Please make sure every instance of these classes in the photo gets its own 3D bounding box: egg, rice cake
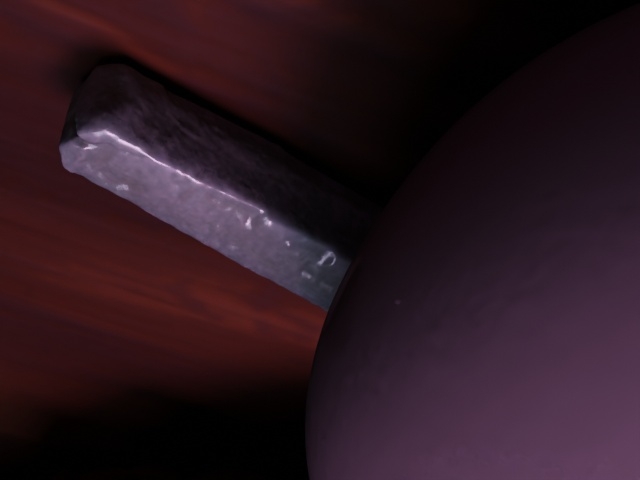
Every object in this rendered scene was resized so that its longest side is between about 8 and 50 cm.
[{"bbox_3d":[0.096,0.032,0.427,0.176,0.176,0.232,32,132,-29],"label":"egg"},{"bbox_3d":[0.000,-0.001,0.512,0.171,0.033,0.029,28,132,-24],"label":"rice cake"}]

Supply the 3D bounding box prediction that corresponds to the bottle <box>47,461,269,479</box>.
[{"bbox_3d":[-0.082,0.155,0.615,0.271,0.156,0.143,-15,130,30],"label":"bottle"}]
